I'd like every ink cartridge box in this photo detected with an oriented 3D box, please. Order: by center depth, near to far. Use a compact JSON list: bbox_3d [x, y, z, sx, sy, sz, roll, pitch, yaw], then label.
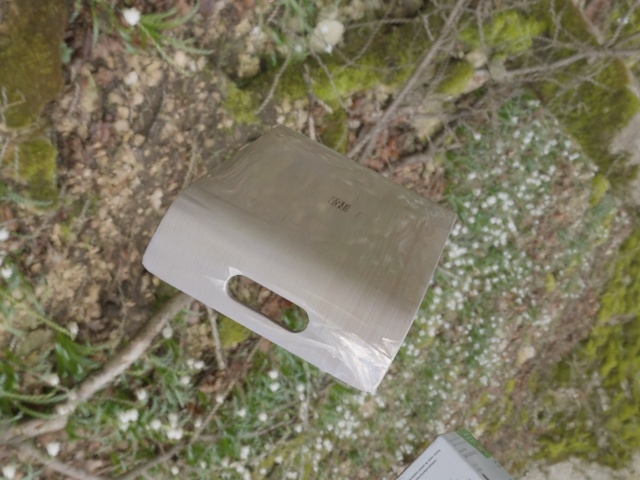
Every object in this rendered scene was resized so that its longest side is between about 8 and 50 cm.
[{"bbox_3d":[0.200,0.327,0.824,0.087,0.208,0.153,-48,156,7],"label":"ink cartridge box"}]

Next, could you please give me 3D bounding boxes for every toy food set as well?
[{"bbox_3d":[0.000,0.000,0.697,0.092,0.220,0.306,-65,173,29],"label":"toy food set"}]

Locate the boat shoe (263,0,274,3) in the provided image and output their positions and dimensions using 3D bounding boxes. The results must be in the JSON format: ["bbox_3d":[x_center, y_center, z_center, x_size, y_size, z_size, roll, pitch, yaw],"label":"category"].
[{"bbox_3d":[-0.017,-0.169,0.403,0.207,0.073,0.073,-4,146,0],"label":"boat shoe"}]
